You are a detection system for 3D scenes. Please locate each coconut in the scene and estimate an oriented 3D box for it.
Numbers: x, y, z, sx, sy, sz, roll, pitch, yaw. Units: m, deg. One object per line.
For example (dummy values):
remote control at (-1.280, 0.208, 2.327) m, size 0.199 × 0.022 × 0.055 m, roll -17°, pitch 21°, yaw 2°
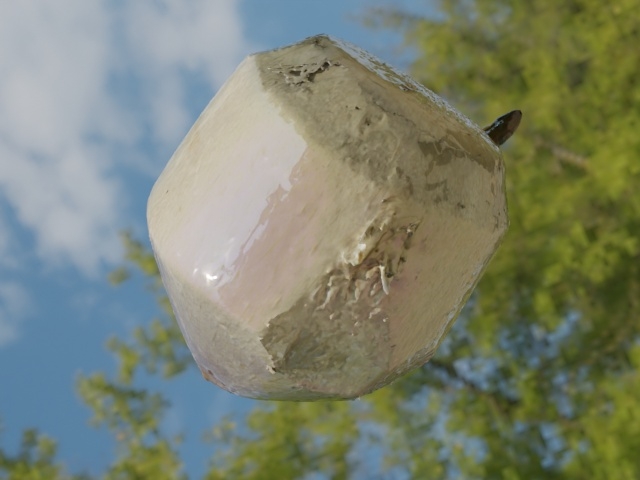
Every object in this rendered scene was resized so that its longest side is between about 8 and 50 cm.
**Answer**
coconut at (0.000, 0.000, 1.141) m, size 0.224 × 0.234 × 0.224 m, roll 29°, pitch -173°, yaw -4°

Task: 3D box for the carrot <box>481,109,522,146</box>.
carrot at (0.046, -0.016, 1.301) m, size 0.049 × 0.254 × 0.049 m, roll 39°, pitch -153°, yaw -25°
